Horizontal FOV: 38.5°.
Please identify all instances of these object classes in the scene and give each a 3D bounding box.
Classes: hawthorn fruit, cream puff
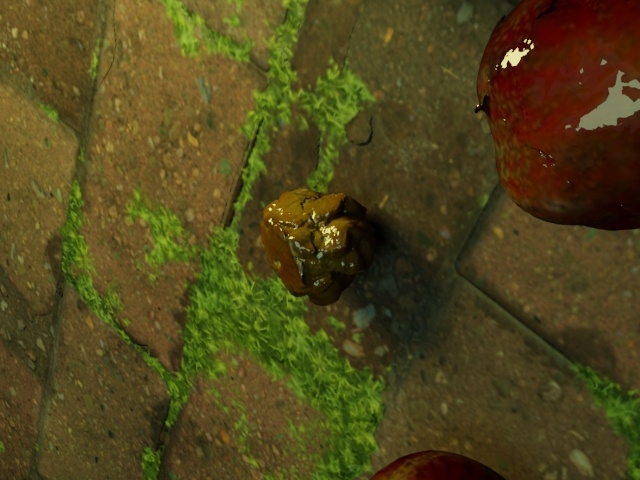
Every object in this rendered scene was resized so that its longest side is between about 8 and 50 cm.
[{"bbox_3d":[0.220,-0.093,0.588,0.235,0.181,0.181,4,114,36],"label":"hawthorn fruit"},{"bbox_3d":[0.000,0.000,0.892,0.116,0.094,0.122,56,159,9],"label":"cream puff"}]

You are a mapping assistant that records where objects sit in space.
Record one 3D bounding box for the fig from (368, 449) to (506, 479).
[{"bbox_3d":[0.119,0.306,0.887,0.205,0.205,0.205,20,124,34],"label":"fig"}]
